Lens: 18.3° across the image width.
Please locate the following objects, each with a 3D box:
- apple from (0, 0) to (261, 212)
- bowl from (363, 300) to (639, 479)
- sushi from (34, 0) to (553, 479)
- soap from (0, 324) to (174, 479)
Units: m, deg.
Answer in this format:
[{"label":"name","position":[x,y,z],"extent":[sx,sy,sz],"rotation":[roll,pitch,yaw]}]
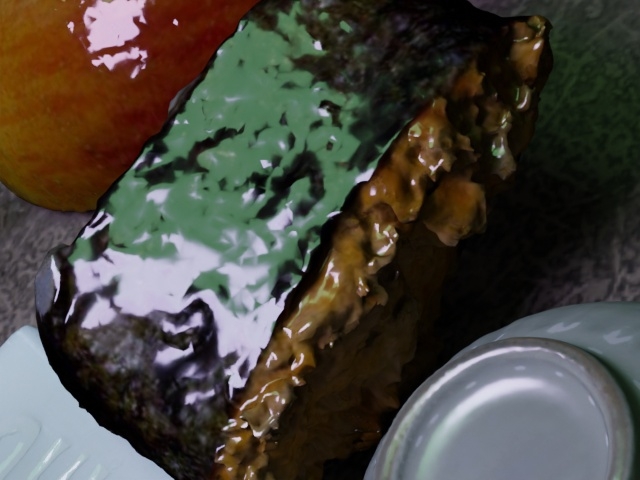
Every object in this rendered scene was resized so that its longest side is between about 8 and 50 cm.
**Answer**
[{"label":"apple","position":[-0.132,-0.172,1.478],"extent":[0.346,0.254,0.179],"rotation":[-30,5,14]},{"label":"bowl","position":[0.125,0.151,1.046],"extent":[0.337,0.157,0.337],"rotation":[-19,50,25]},{"label":"sushi","position":[0.000,0.000,1.184],"extent":[0.207,0.234,0.348],"rotation":[33,88,25]},{"label":"soap","position":[-0.151,0.186,1.268],"extent":[0.160,0.087,0.265],"rotation":[-49,45,-4]}]
